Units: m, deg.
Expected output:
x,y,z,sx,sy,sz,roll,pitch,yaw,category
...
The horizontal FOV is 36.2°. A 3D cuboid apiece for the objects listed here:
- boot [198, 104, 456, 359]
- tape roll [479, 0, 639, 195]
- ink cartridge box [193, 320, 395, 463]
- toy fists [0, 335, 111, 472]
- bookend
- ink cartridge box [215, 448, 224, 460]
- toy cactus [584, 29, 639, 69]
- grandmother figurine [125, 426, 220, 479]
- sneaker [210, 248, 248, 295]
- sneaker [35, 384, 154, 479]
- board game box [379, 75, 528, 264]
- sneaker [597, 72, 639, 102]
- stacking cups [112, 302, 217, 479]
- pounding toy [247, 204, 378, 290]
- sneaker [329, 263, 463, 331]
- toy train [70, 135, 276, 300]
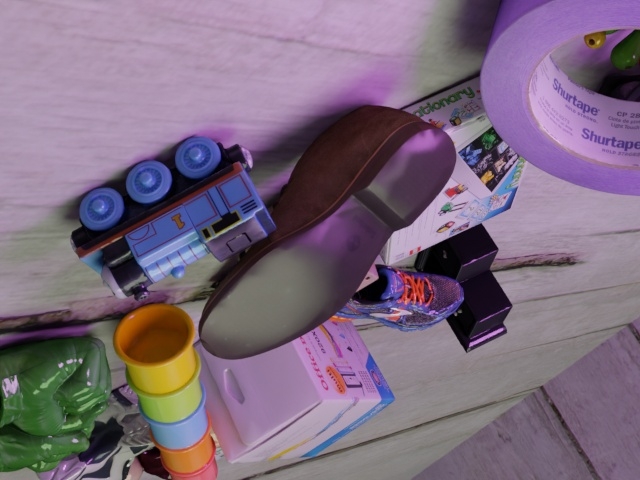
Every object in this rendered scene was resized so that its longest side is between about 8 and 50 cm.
x,y,z,sx,sy,sz,roll,pitch,yaw,category
-0.009,-0.011,0.961,0.305,0.115,0.112,-44,133,-3,boot
0.291,-0.157,0.902,0.275,0.090,0.274,14,150,8,tape roll
-0.042,0.196,1.377,0.168,0.171,0.233,-37,157,18,ink cartridge box
-0.325,0.200,1.148,0.142,0.096,0.279,-15,153,-34,toy fists
0.212,0.055,1.395,0.072,0.157,0.156,-24,158,-14,bookend
-0.123,0.345,1.765,0.181,0.056,0.224,-29,156,0,ink cartridge box
0.347,-0.257,0.993,0.219,0.112,0.180,10,117,-54,toy cactus
-0.210,0.317,1.552,0.343,0.104,0.207,-21,129,-12,grandmother figurine
-0.092,0.060,1.156,0.075,0.063,0.170,-28,167,-12,sneaker
-0.279,0.278,1.385,0.235,0.094,0.153,-32,166,-11,sneaker
0.158,-0.084,1.165,0.193,0.053,0.305,-24,158,-9,board game box
0.454,-0.159,1.244,0.483,0.202,0.185,-8,115,-69,sneaker
-0.187,0.211,1.229,0.096,0.096,0.316,-22,141,-17,stacking cups
0.000,0.000,1.075,0.130,0.141,0.100,-32,141,22,pounding toy
0.094,0.072,1.310,0.221,0.083,0.087,1,159,-19,sneaker
-0.135,-0.017,0.889,0.184,0.105,0.080,-29,158,-2,toy train
